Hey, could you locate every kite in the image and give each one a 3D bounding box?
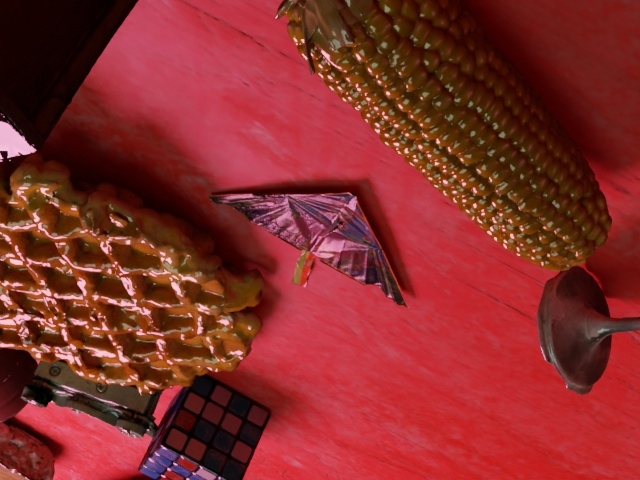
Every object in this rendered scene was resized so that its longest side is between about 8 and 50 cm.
[{"bbox_3d":[0.000,0.000,0.899,0.190,0.010,0.159,31,146,-6],"label":"kite"}]

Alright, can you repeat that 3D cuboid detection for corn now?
[{"bbox_3d":[0.082,-0.078,0.682,0.091,0.091,0.260,-43,115,9],"label":"corn"}]

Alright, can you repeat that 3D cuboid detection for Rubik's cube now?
[{"bbox_3d":[-0.121,0.209,1.162,0.092,0.092,0.092,31,144,-8],"label":"Rubik's cube"}]

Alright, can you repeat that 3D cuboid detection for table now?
[{"bbox_3d":[-0.249,-0.148,0.717,0.193,0.169,0.172,-7,134,34],"label":"table"}]

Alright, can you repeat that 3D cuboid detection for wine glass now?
[{"bbox_3d":[0.246,0.056,0.746,0.182,0.122,0.122,-10,132,44],"label":"wine glass"}]

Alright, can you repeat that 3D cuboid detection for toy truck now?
[{"bbox_3d":[-0.231,0.159,1.181,0.154,0.080,0.078,15,160,12],"label":"toy truck"}]

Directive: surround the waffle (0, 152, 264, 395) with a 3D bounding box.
[{"bbox_3d":[-0.211,0.039,1.007,0.325,0.068,0.302,33,143,-19],"label":"waffle"}]

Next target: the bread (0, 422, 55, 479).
[{"bbox_3d":[-0.450,0.261,1.441,0.232,0.064,0.172,3,139,24],"label":"bread"}]

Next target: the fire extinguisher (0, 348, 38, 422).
[{"bbox_3d":[-0.379,0.043,1.107,0.138,0.102,0.344,-18,134,1],"label":"fire extinguisher"}]
